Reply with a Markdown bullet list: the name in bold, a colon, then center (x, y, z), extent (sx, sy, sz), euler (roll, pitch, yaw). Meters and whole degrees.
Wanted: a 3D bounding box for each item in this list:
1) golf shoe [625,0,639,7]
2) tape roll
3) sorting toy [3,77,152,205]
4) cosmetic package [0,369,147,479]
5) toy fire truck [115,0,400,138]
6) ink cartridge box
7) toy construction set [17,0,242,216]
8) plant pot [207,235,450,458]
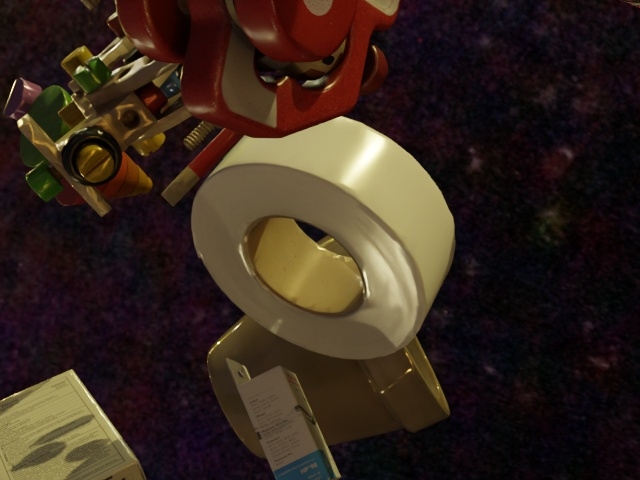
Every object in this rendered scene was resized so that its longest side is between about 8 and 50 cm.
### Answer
- **golf shoe**: center (0.357, -0.294, 0.941), extent (0.067, 0.186, 0.086), euler (-54, 16, 23)
- **tape roll**: center (0.000, 0.000, 0.938), extent (0.286, 0.286, 0.100), euler (-21, 27, 46)
- **sorting toy**: center (-0.360, -0.146, 1.277), extent (0.365, 0.126, 0.127), euler (38, 103, 45)
- **cosmetic package**: center (-0.345, 0.301, 1.119), extent (0.309, 0.160, 0.113), euler (25, 134, 58)
- **toy fire truck**: center (-0.009, -0.229, 0.693), extent (0.169, 0.254, 0.302), euler (8, 88, 39)
- **ink cartridge box**: center (-0.044, 0.215, 1.021), extent (0.060, 0.104, 0.180), euler (-26, 73, 1)
- **toy construction set**: center (-0.215, -0.124, 0.951), extent (0.257, 0.309, 0.237), euler (36, 80, 34)
- **plant pot**: center (-0.003, 0.179, 1.268), extent (0.280, 0.323, 0.323), euler (-29, 45, 7)
